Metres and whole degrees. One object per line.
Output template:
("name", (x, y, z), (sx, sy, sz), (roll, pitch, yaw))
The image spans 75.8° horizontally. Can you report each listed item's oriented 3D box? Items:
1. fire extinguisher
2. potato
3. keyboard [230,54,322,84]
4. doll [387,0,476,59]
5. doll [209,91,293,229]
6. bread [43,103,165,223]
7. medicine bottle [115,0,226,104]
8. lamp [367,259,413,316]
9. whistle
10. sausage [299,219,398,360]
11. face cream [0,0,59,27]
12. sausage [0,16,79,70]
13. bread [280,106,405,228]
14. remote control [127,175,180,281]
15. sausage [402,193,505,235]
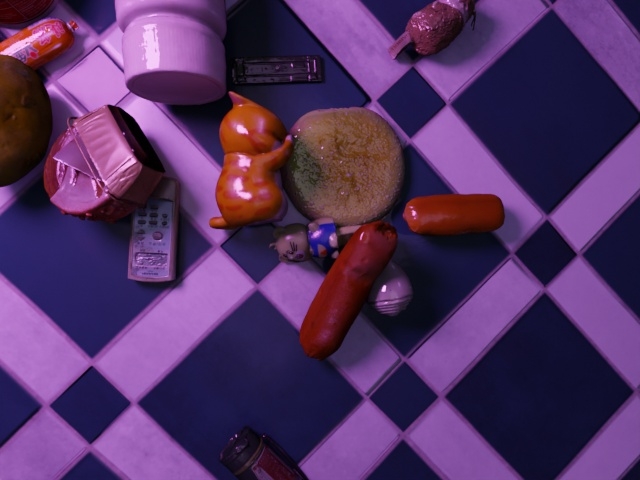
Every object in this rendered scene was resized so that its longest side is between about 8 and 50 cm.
("fire extinguisher", (-0.086, 0.543, 0.908), (0.294, 0.118, 0.093), (46, 120, -5))
("potato", (-0.625, -0.229, 0.792), (0.149, 0.186, 0.253), (13, 84, 36))
("keyboard", (-0.100, -0.389, 0.937), (0.205, 0.013, 0.061), (-5, 91, -7))
("doll", (0.255, -0.486, 0.931), (0.221, 0.105, 0.114), (-36, 96, -6))
("doll", (-0.138, -0.150, 0.862), (0.163, 0.167, 0.269), (8, 87, -6))
("bread", (-0.440, -0.145, 0.819), (0.212, 0.142, 0.224), (-36, 74, 7))
("medicine bottle", (-0.293, -0.481, 0.816), (0.211, 0.211, 0.370), (-3, 91, -7))
("lamp", (0.149, 0.075, 0.933), (0.106, 0.106, 0.192), (-8, 81, -7))
("whistle", (0.000, 0.000, 0.908), (0.228, 0.085, 0.105), (-7, 135, -1))
("sausage", (0.052, 0.106, 0.885), (0.097, 0.094, 0.348), (19, 106, -28))
("face cream", (-0.638, -0.546, 0.784), (0.201, 0.187, 0.200), (0, 91, -7))
("sausage", (-0.607, -0.388, 0.848), (0.234, 0.071, 0.071), (-35, 94, -5))
("bread", (0.053, -0.164, 0.943), (0.302, 0.045, 0.300), (0, 92, -5))
("remote control", (-0.362, -0.025, 0.897), (0.098, 0.038, 0.233), (3, 91, -6))
("sausage", (0.307, -0.058, 0.950), (0.239, 0.098, 0.097), (-3, 91, -9))
